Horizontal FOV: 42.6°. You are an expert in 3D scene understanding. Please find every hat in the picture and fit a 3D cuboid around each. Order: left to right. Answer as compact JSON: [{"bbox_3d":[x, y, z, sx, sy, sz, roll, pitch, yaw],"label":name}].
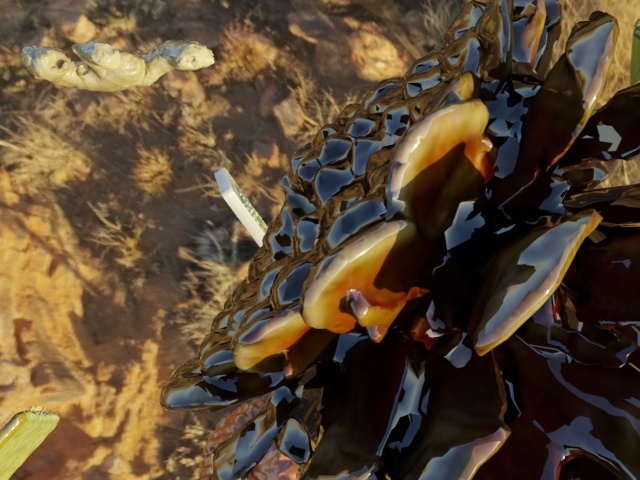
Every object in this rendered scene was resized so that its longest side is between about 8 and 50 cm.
[{"bbox_3d":[-0.034,0.344,1.424,0.285,0.285,0.400,50,133,20],"label":"hat"}]

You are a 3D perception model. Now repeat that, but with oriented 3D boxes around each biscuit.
[{"bbox_3d":[-0.324,0.224,0.825,0.016,0.231,0.139,40,73,1],"label":"biscuit"}]

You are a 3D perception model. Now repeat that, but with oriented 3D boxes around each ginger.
[{"bbox_3d":[-0.273,-0.230,1.074,0.259,0.149,0.065,0,96,16],"label":"ginger"}]

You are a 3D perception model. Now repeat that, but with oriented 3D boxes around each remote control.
[{"bbox_3d":[-0.166,-0.056,1.892,0.034,0.250,0.103,-30,40,4],"label":"remote control"}]

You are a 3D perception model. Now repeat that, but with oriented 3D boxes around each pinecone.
[{"bbox_3d":[0.125,0.060,0.487,0.385,0.384,0.384,-4,78,17],"label":"pinecone"}]

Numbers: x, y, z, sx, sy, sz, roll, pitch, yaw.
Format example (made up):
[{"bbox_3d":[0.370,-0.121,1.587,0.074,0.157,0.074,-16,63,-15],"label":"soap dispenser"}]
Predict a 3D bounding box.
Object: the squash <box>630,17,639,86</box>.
[{"bbox_3d":[0.462,-0.205,1.027,0.170,0.170,0.122,24,128,21],"label":"squash"}]
